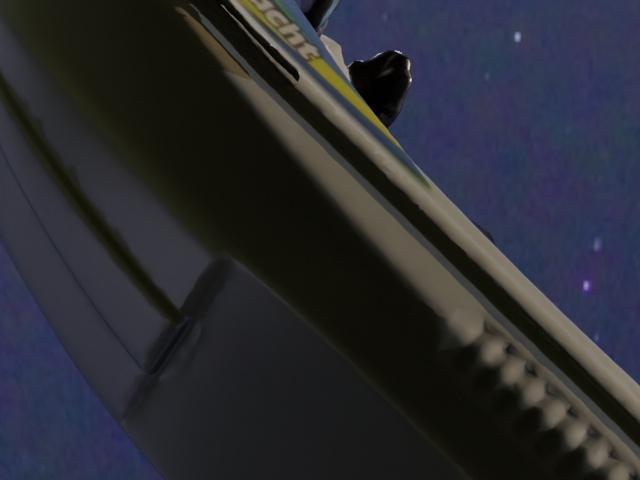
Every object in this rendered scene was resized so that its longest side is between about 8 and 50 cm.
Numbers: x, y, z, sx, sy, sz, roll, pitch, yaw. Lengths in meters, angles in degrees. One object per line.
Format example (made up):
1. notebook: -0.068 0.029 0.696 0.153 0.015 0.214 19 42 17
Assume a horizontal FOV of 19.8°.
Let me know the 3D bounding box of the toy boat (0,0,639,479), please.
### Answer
1. toy boat: -0.001 0.006 0.516 0.140 0.141 0.269 -29 -111 -15
